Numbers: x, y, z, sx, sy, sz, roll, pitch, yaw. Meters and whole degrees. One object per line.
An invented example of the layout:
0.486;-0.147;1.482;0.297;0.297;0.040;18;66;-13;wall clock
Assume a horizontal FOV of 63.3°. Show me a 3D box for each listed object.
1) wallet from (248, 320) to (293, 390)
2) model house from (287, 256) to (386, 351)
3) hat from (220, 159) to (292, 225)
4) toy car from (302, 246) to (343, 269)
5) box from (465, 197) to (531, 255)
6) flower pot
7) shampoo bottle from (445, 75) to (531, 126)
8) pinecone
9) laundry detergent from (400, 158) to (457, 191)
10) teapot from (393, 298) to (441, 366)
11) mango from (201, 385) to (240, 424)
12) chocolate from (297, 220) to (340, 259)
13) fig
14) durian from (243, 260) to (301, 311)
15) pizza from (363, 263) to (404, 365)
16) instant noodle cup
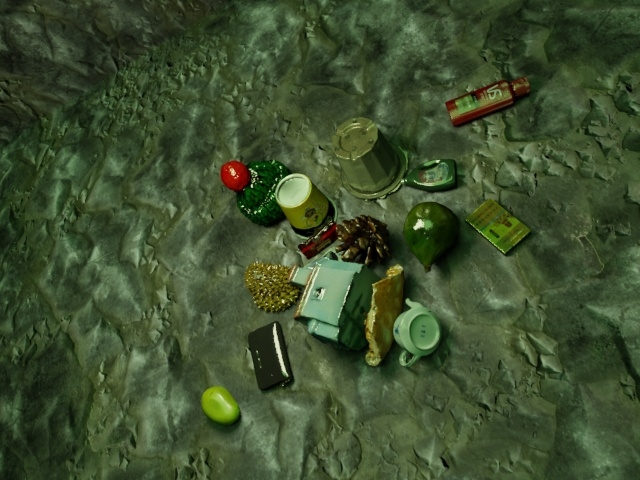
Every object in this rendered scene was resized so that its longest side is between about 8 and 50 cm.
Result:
-0.192;0.435;1.940;0.149;0.044;0.250;-26;58;15;wallet
0.023;0.214;1.851;0.329;0.252;0.294;10;71;35;model house
-0.262;-0.231;2.117;0.242;0.332;0.274;-8;66;28;hat
0.013;0.098;2.006;0.205;0.056;0.095;-36;55;5;toy car
0.623;-0.050;1.823;0.121;0.030;0.193;-41;57;1;box
0.174;-0.337;2.025;0.291;0.259;0.290;-11;61;20;flower pot
0.651;-0.548;2.026;0.314;0.076;0.118;-19;57;15;shampoo bottle
0.153;0.005;1.894;0.202;0.229;0.202;-6;85;8;pinecone
0.415;-0.248;1.995;0.211;0.063;0.137;-5;63;24;laundry detergent
0.308;0.307;1.735;0.159;0.159;0.231;3;76;25;teapot
-0.372;0.610;1.904;0.117;0.089;0.163;-46;57;-2;mango
0.000;0.000;2.050;0.182;0.086;0.028;-35;22;1;chocolate
0.386;-0.011;1.815;0.195;0.195;0.244;-5;55;22;fig
-0.197;0.172;2.022;0.250;0.138;0.183;10;61;21;durian
0.214;0.244;1.769;0.074;0.182;0.365;-1;70;43;pizza
-0.065;-0.145;2.053;0.216;0.236;0.215;-9;61;17;instant noodle cup
